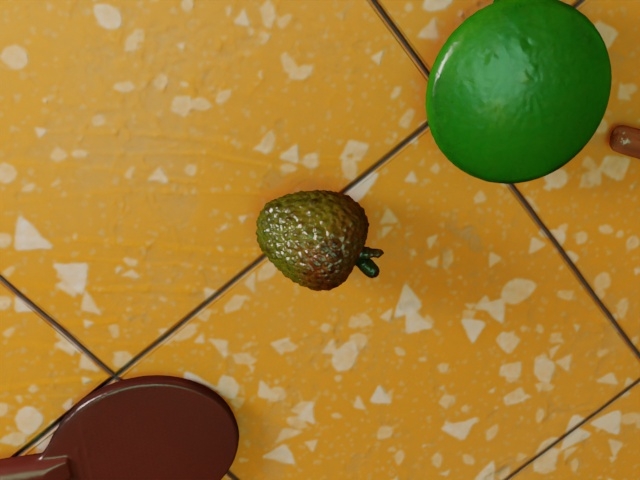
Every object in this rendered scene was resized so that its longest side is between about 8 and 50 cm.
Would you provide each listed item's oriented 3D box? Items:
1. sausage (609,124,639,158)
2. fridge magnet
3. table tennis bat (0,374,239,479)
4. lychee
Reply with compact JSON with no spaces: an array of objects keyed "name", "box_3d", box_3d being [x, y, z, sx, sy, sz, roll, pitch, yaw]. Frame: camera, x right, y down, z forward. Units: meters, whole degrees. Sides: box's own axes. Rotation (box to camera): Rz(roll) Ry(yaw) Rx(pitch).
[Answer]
[{"name":"sausage","box_3d":[0.377,-0.112,1.176,0.083,0.034,0.034,12,112,-17]},{"name":"fridge magnet","box_3d":[0.212,-0.160,1.082,0.208,0.088,0.208,-5,116,-11]},{"name":"table tennis bat","box_3d":[-0.250,0.259,1.208,0.310,0.038,0.200,-8,117,-10]},{"name":"lychee","box_3d":[0.000,0.000,1.100,0.146,0.114,0.114,19,111,-1]}]
